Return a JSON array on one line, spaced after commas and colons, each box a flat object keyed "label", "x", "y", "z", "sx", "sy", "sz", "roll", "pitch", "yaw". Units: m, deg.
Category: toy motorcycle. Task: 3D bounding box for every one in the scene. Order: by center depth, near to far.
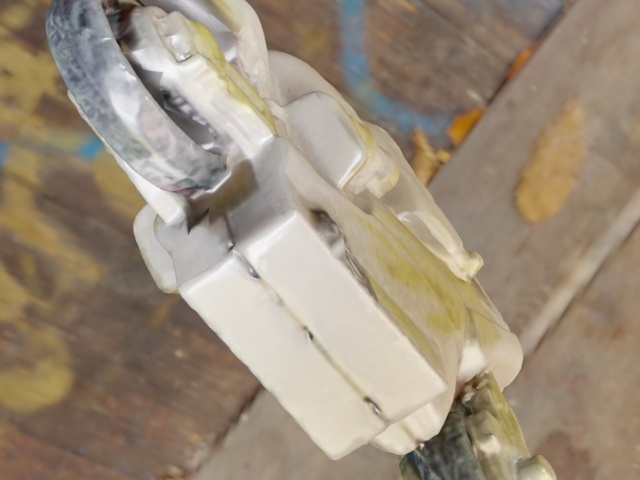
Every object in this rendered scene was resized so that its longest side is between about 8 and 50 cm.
[{"label": "toy motorcycle", "x": 0.000, "y": 0.000, "z": 0.781, "sx": 0.108, "sy": 0.341, "sz": 0.223, "roll": -34, "pitch": 24, "yaw": 14}]
